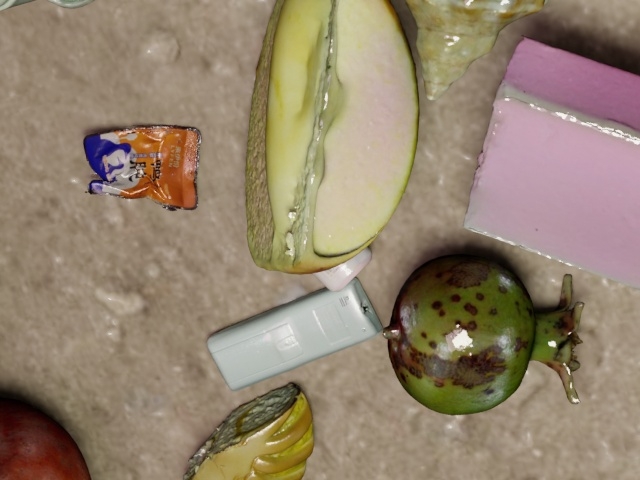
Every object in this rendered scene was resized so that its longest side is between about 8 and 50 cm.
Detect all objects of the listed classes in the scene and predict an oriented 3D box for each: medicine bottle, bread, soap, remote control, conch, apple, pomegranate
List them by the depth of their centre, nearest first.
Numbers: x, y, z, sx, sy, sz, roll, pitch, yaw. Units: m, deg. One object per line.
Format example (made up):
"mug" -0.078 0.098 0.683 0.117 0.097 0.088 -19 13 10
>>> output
"conch" 0.165 -0.280 1.279 0.203 0.169 0.386 16 121 -21
"soap" 0.257 -0.045 1.345 0.259 0.081 0.181 19 144 10
"apple" 0.004 -0.103 1.406 0.120 0.193 0.265 5 96 -22
"pomegranate" 0.141 0.081 1.437 0.169 0.148 0.148 1 110 10
"medicine bottle" 0.000 0.000 1.492 0.089 0.052 0.052 45 116 2
"remote control" -0.026 0.090 1.547 0.162 0.029 0.061 -23 103 23
"bread" -0.066 0.211 1.584 0.157 0.083 0.094 -23 114 22
"apple" -0.322 0.261 1.607 0.234 0.234 0.234 6 111 15

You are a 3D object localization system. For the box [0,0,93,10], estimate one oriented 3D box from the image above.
"box" -0.202 -0.326 1.362 0.175 0.182 0.312 45 115 -3

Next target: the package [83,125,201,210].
"package" -0.163 -0.066 1.531 0.111 0.033 0.077 1 87 3
